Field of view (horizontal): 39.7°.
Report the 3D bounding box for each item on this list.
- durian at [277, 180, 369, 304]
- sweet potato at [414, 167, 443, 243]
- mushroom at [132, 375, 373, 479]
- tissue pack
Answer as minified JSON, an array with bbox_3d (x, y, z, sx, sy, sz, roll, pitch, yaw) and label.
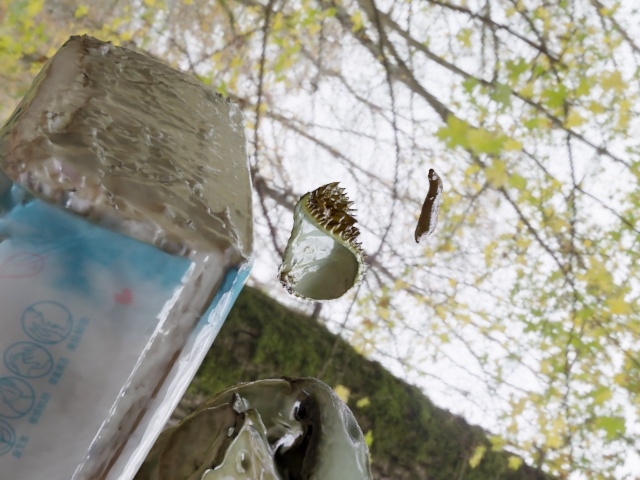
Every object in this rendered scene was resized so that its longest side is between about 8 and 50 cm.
[{"bbox_3d":[0.000,0.000,1.419,0.252,0.139,0.145,117,-34,-52],"label":"durian"},{"bbox_3d":[0.127,-0.037,1.022,0.026,0.026,0.115,-93,-172,-47],"label":"sweet potato"},{"bbox_3d":[-0.084,0.242,0.732,0.164,0.189,0.267,-7,-132,43],"label":"mushroom"},{"bbox_3d":[-0.142,0.048,0.462,0.271,0.124,0.201,-59,-164,22],"label":"tissue pack"}]
